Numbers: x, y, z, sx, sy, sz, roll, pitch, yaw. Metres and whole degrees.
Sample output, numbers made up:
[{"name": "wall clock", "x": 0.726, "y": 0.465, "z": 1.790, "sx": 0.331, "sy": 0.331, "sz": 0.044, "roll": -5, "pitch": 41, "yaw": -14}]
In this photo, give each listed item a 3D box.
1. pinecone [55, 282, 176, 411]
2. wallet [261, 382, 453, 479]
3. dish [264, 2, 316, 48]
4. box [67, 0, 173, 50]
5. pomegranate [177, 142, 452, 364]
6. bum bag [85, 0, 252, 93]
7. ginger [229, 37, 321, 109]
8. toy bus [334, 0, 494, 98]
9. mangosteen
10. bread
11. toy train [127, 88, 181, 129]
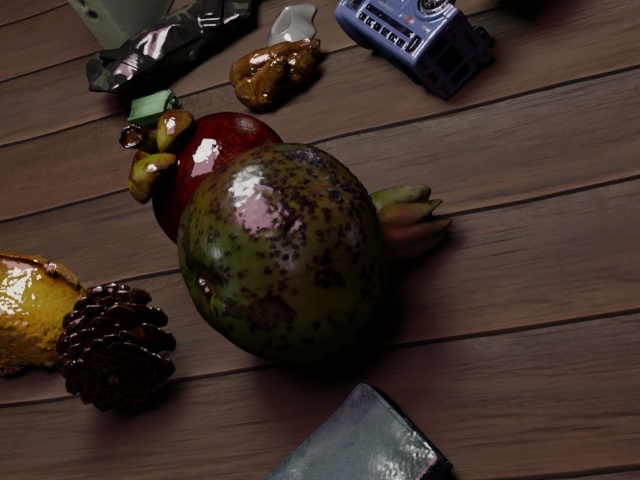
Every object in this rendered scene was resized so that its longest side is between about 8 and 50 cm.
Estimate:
[{"name": "pinecone", "x": -0.274, "y": 0.132, "z": 1.702, "sx": 0.163, "sy": 0.163, "sz": 0.165, "roll": -27, "pitch": 30, "yaw": 12}, {"name": "wallet", "x": -0.031, "y": 0.332, "z": 1.415, "sx": 0.379, "sy": 0.046, "sz": 0.191, "roll": -43, "pitch": 39, "yaw": -5}, {"name": "dish", "x": -0.053, "y": -0.354, "z": 2.085, "sx": 0.091, "sy": 0.039, "sz": 0.137, "roll": -5, "pitch": 51, "yaw": 33}, {"name": "box", "x": -0.381, "y": -0.568, "z": 2.274, "sx": 0.090, "sy": 0.367, "sz": 0.373, "roll": -5, "pitch": 49, "yaw": 31}, {"name": "pomegranate", "x": 0.000, "y": 0.000, "z": 1.576, "sx": 0.341, "sy": 0.285, "sz": 0.285, "roll": -17, "pitch": 33, "yaw": -25}, {"name": "bum bag", "x": -0.253, "y": -0.346, "z": 2.183, "sx": 0.340, "sy": 0.095, "sz": 0.144, "roll": -31, "pitch": 36, "yaw": -7}, {"name": "ginger", "x": -0.072, "y": -0.268, "z": 1.991, "sx": 0.162, "sy": 0.073, "sz": 0.103, "roll": -24, "pitch": 42, "yaw": 14}, {"name": "toy bus", "x": 0.121, "y": -0.327, "z": 1.868, "sx": 0.133, "sy": 0.125, "sz": 0.292, "roll": -47, "pitch": 43, "yaw": 2}, {"name": "mangosteen", "x": -0.165, "y": -0.088, "z": 1.749, "sx": 0.215, "sy": 0.257, "sz": 0.215, "roll": -37, "pitch": 42, "yaw": 43}, {"name": "bread", "x": -0.482, "y": 0.102, "z": 1.886, "sx": 0.260, "sy": 0.147, "sz": 0.160, "roll": -5, "pitch": 47, "yaw": 33}, {"name": "toy train", "x": -0.281, "y": -0.219, "z": 2.125, "sx": 0.093, "sy": 0.038, "sz": 0.056, "roll": -11, "pitch": 49, "yaw": 28}]
